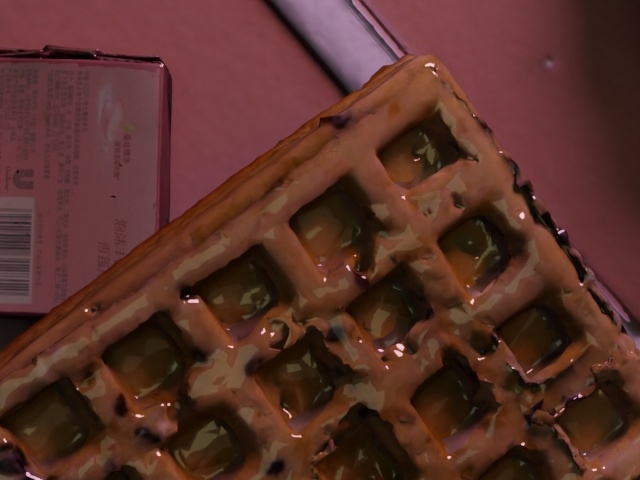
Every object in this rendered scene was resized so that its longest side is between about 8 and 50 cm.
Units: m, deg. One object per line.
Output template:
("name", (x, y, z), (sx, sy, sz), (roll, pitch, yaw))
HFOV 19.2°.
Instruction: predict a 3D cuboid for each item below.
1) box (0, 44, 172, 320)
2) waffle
("box", (-0.138, -0.028, 1.050), (0.111, 0.060, 0.156), (3, 88, 1))
("waffle", (-0.025, 0.112, 0.975), (0.376, 0.114, 0.261), (-37, 97, -11))
